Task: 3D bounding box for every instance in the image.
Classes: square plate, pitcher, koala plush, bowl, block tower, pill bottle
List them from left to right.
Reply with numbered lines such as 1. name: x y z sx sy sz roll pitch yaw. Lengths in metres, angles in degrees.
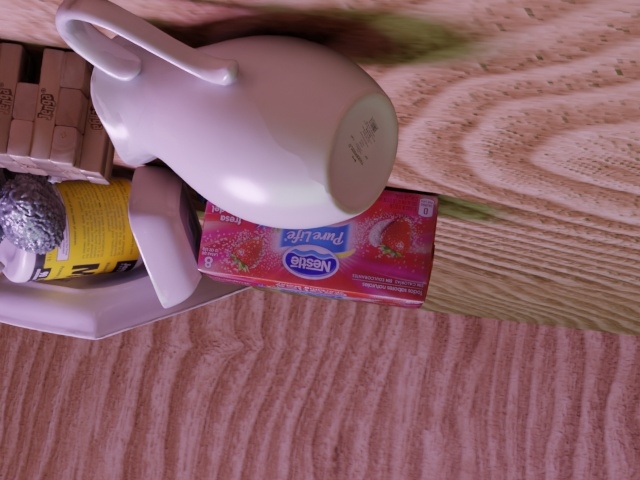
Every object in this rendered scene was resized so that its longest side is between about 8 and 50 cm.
1. block tower: -0.334 -0.118 1.007 0.336 0.097 0.091 7 173 -1
2. koala plush: -0.384 -0.067 1.158 0.196 0.203 0.221 -33 152 11
3. pill bottle: -0.279 -0.017 1.531 0.209 0.119 0.119 -6 -179 -31
4. square plate: -0.250 0.043 1.659 0.344 0.049 0.347 -19 -164 -41
5. bowl: -0.170 -0.008 1.445 0.053 0.142 0.142 -13 -151 5
6. pitcher: -0.066 -0.092 0.836 0.207 0.125 0.178 17 163 32

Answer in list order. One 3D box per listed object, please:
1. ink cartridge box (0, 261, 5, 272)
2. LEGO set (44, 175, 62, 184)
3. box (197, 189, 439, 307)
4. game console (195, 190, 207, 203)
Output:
1. ink cartridge box: -0.468 0.009 1.344 0.208 0.153 0.087 46 164 -19
2. LEGO set: -0.395 -0.112 1.427 0.244 0.060 0.182 15 -177 -37
3. box: 0.000 0.000 1.433 0.257 0.122 0.128 8 174 3
4. game console: -0.059 -0.067 1.185 0.071 0.107 0.122 37 172 1
